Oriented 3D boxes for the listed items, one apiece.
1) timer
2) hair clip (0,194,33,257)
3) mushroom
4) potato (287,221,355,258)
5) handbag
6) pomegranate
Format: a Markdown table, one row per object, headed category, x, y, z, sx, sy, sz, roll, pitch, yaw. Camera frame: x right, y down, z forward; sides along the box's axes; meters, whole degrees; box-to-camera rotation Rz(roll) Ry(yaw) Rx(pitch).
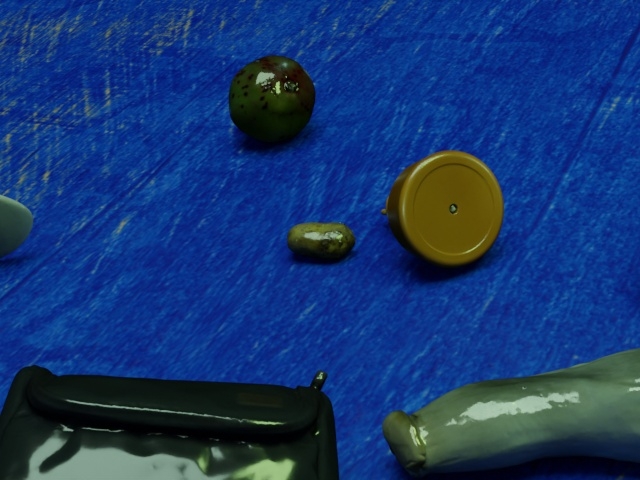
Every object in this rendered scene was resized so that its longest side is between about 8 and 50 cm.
| category | x | y | z | sx | sy | sz | roll | pitch | yaw |
| --- | --- | --- | --- | --- | --- | --- | --- | --- | --- |
| timer | 0.121 | -0.036 | 1.582 | 0.132 | 0.132 | 0.152 | -21 | 9 | -20 |
| hair clip | -0.502 | -0.015 | 1.650 | 0.282 | 0.172 | 0.113 | 8 | 41 | 8 |
| mushroom | 0.231 | 0.159 | 1.232 | 0.351 | 0.097 | 0.109 | -9 | 25 | 8 |
| potato | 0.000 | 0.000 | 1.600 | 0.083 | 0.040 | 0.051 | 2 | 20 | 15 |
| handbag | -0.125 | 0.186 | 1.112 | 0.302 | 0.178 | 0.275 | 6 | 50 | -2 |
| pomegranate | -0.071 | -0.197 | 1.870 | 0.130 | 0.130 | 0.130 | -6 | 31 | 4 |
